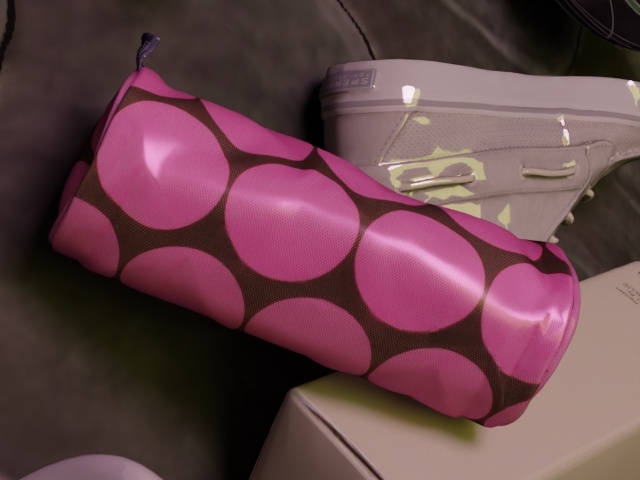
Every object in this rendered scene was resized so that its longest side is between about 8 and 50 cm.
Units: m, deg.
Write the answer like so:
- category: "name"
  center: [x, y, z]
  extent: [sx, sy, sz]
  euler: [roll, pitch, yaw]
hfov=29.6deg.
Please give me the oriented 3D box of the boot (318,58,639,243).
- category: "boot"
  center: [0.108, -0.027, 0.673]
  extent: [0.258, 0.095, 0.123]
  euler: [-1, 90, -34]

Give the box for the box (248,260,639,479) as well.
- category: "box"
  center: [0.095, 0.102, 0.601]
  extent: [0.275, 0.094, 0.113]
  euler: [-13, 136, -43]

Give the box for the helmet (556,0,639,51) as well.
- category: "helmet"
  center: [0.199, -0.198, 0.723]
  extent: [0.169, 0.169, 0.161]
  euler: [46, 40, -28]

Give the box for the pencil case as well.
- category: "pencil case"
  center: [0.000, 0.000, 0.506]
  extent: [0.209, 0.098, 0.095]
  euler: [25, 103, -4]

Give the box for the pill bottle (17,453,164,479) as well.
- category: "pill bottle"
  center: [-0.032, 0.225, 0.449]
  extent: [0.283, 0.161, 0.161]
  euler: [50, 55, -26]
